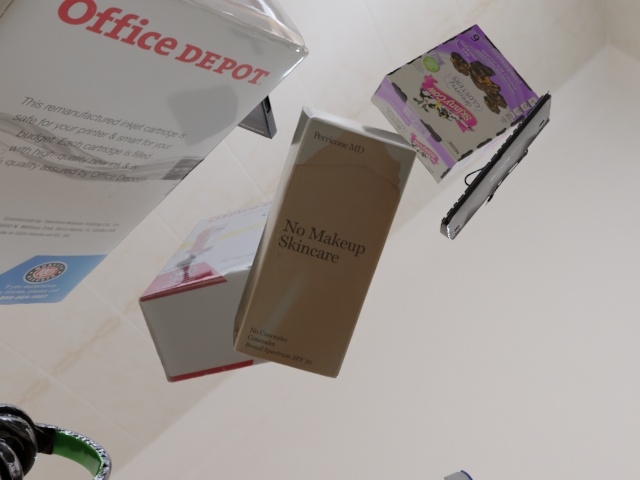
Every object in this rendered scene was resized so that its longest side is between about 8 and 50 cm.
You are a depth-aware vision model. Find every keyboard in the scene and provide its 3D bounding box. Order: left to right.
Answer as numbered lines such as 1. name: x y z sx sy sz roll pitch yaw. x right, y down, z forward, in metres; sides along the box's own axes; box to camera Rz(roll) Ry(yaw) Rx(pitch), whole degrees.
1. keyboard: 0.188 -0.083 0.960 0.038 0.100 0.192 38 -98 20

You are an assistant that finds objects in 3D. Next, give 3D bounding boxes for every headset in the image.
1. headset: -0.531 0.331 1.365 0.394 0.185 0.243 10 -169 -8

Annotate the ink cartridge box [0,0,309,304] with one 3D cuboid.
1. ink cartridge box: -0.195 -0.091 0.570 0.307 0.223 0.129 -41 -113 25

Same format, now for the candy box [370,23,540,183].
1. candy box: 0.201 -0.202 1.252 0.196 0.070 0.165 -33 -100 -27

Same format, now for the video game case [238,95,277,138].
1. video game case: -0.178 -0.283 1.410 0.196 0.274 0.026 23 -112 16

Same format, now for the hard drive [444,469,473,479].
1. hard drive: 0.250 0.498 1.159 0.040 0.319 0.210 -20 -154 -8

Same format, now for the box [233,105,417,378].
1. box: 0.000 0.000 1.092 0.121 0.148 0.311 -105 -148 -74

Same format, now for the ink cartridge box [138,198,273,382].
1. ink cartridge box: -0.106 0.059 1.460 0.279 0.160 0.385 -15 -163 12
